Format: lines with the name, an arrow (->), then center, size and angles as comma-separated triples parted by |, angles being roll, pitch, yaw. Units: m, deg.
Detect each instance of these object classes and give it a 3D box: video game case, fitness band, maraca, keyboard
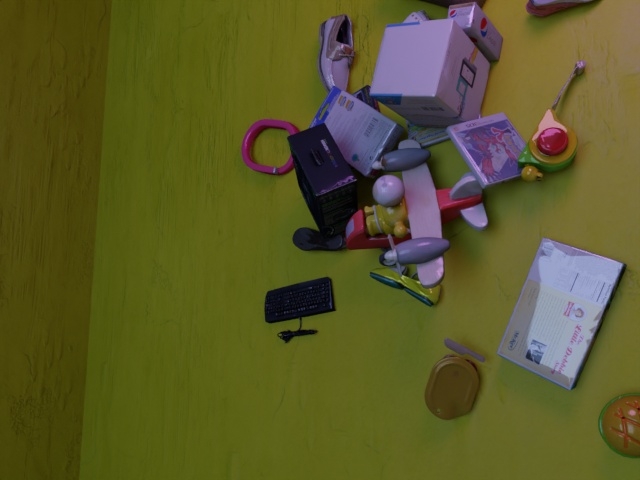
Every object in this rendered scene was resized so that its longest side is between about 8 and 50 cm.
video game case -> 0.457, -0.242, 1.298 | 0.023, 0.183, 0.201 | 103, 146, -61
fitness band -> -0.192, -0.361, 1.895 | 0.290, 0.054, 0.209 | 16, 94, 38
maraca -> 0.696, 0.389, 1.063 | 0.185, 0.099, 0.127 | -32, 71, 4
keyboard -> -0.080, 0.252, 1.740 | 0.317, 0.033, 0.202 | -18, 74, 37
video game case -> 0.361, -0.398, 1.476 | 0.227, 0.026, 0.206 | -14, 76, 36

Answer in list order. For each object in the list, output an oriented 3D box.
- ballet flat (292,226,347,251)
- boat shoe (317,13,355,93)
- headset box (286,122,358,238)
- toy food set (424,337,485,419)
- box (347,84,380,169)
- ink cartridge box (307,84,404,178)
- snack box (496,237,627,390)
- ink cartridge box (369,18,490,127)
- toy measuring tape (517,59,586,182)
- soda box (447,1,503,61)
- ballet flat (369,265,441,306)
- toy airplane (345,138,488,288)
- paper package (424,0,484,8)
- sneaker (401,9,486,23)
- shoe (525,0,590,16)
ballet flat -> 0.000, 0.000, 1.699 | 0.249, 0.058, 0.084 | 4, 83, 43
boat shoe -> 0.059, -0.639, 1.691 | 0.103, 0.113, 0.302 | -16, 73, 42
headset box -> 0.012, -0.187, 1.544 | 0.131, 0.283, 0.246 | -22, 62, -6
toy food set -> 0.366, 0.379, 1.351 | 0.128, 0.071, 0.218 | 19, 99, 15
box -> 0.130, -0.376, 1.643 | 0.159, 0.044, 0.233 | -23, 70, 35
ink cartridge box -> 0.106, -0.356, 1.591 | 0.311, 0.065, 0.186 | 42, 110, 32
snack box -> 0.582, 0.174, 1.201 | 0.187, 0.060, 0.322 | 25, 100, 38
ink cartridge box -> 0.303, -0.438, 1.337 | 0.198, 0.270, 0.197 | 14, 92, 38
toy measuring tape -> 0.607, -0.283, 1.221 | 0.121, 0.121, 0.330 | 31, 90, 37
soda box -> 0.417, -0.556, 1.327 | 0.074, 0.216, 0.069 | 11, 91, 39
ballet flat -> 0.257, 0.120, 1.470 | 0.231, 0.077, 0.077 | 25, 79, 35
toy airplane -> 0.258, -0.095, 1.355 | 0.386, 0.272, 0.384 | 31, 86, 49
paper package -> 0.386, -0.864, 1.426 | 0.309, 0.168, 0.325 | 38, 107, 34
sneaker -> 0.340, -0.635, 1.466 | 0.292, 0.108, 0.169 | -23, 73, 38
shoe -> 0.627, -0.628, 1.270 | 0.178, 0.081, 0.064 | -5, 93, 9
